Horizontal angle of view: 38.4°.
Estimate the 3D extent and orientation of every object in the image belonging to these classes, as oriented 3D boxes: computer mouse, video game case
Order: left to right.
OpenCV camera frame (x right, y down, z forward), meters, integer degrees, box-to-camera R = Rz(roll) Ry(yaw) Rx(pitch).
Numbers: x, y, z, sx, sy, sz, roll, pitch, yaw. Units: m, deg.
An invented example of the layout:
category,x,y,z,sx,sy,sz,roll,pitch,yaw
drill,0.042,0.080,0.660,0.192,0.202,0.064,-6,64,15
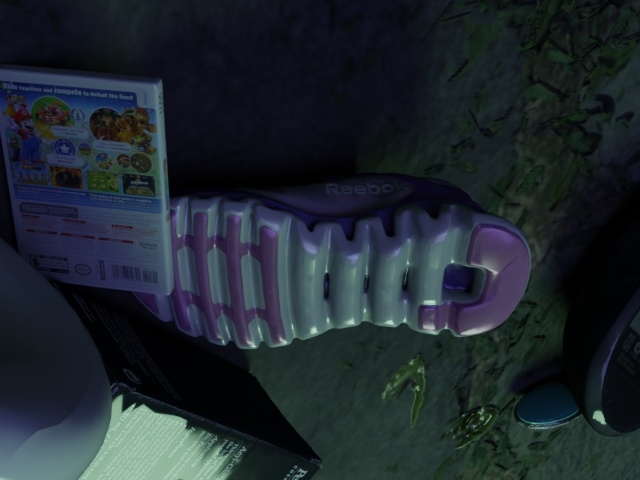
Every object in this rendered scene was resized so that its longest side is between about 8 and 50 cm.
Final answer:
category,x,y,z,sx,sy,sz,roll,pitch,yaw
video game case,-0.122,-0.030,0.482,0.087,0.011,0.122,7,120,9
computer mouse,0.277,0.032,0.747,0.272,0.072,0.188,-54,128,-9

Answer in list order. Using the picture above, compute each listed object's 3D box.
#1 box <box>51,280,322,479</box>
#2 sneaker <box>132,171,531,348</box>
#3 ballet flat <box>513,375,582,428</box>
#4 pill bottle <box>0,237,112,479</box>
category,x,y,z,sx,sy,sz,roll,pitch,yaw
box,-0.154,0.179,0.544,0.261,0.103,0.184,-50,135,4
sneaker,0.000,0.000,0.554,0.236,0.104,0.095,1,121,-6
ballet flat,0.215,0.135,0.785,0.114,0.041,0.041,-26,127,-14
pill bottle,-0.297,0.156,0.380,0.408,0.229,0.229,-49,129,4
